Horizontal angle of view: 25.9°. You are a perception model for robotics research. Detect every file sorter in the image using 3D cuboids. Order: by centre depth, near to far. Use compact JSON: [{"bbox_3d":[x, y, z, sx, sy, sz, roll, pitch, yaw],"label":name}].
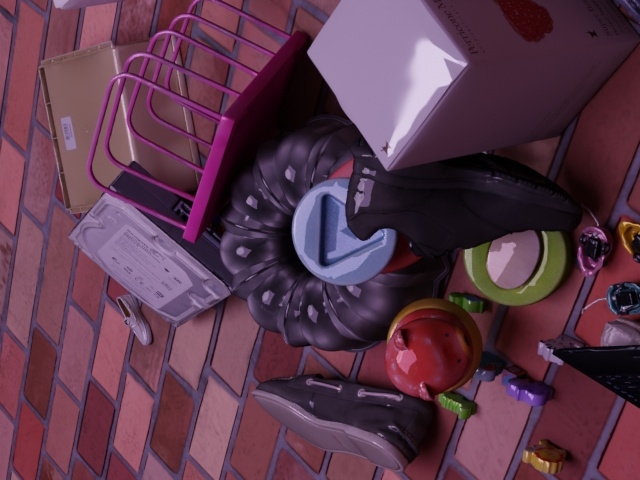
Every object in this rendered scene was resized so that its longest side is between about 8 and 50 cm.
[{"bbox_3d":[-0.171,-0.180,1.899,0.182,0.291,0.202,26,125,5],"label":"file sorter"}]

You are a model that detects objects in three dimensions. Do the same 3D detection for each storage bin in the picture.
[{"bbox_3d":[-0.330,-0.184,2.255,0.260,0.123,0.262,-4,98,50],"label":"storage bin"}]

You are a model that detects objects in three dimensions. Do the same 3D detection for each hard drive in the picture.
[{"bbox_3d":[-0.251,0.017,2.112,0.237,0.064,0.339,41,156,-8],"label":"hard drive"}]

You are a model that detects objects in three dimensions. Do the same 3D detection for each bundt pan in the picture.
[{"bbox_3d":[0.000,0.000,1.840,0.331,0.124,0.331,5,101,28],"label":"bundt pan"}]

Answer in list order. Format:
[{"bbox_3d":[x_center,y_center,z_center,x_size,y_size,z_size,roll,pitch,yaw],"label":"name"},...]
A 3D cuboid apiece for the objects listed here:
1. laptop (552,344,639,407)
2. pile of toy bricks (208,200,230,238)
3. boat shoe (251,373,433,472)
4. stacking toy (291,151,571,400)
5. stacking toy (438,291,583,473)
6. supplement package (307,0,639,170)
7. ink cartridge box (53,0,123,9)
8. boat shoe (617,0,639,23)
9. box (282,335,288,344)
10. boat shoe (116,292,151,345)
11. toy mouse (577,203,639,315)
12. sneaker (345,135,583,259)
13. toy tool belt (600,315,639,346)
[{"bbox_3d":[0.406,0.222,1.504,0.234,0.264,0.136,-9,58,49],"label":"laptop"},{"bbox_3d":[-0.063,-0.015,2.026,0.212,0.118,0.105,-2,129,33],"label":"pile of toy bricks"},{"bbox_3d":[0.033,0.245,1.998,0.335,0.095,0.112,13,146,51],"label":"boat shoe"},{"bbox_3d":[0.130,0.016,1.653,0.279,0.130,0.309,-37,86,17],"label":"stacking toy"},{"bbox_3d":[0.231,0.176,1.761,0.221,0.052,0.167,26,119,43],"label":"stacking toy"},{"bbox_3d":[0.170,-0.213,1.530,0.177,0.293,0.175,57,136,20],"label":"supplement package"},{"bbox_3d":[-0.301,-0.473,1.821,0.207,0.117,0.283,-28,79,49],"label":"ink cartridge box"},{"bbox_3d":[0.329,-0.318,1.492,0.083,0.065,0.183,-45,67,44],"label":"boat shoe"},{"bbox_3d":[-0.023,0.091,2.051,0.136,0.028,0.081,-40,70,49],"label":"box"},{"bbox_3d":[-0.325,0.138,2.408,0.035,0.035,0.100,-37,73,48],"label":"boat shoe"},{"bbox_3d":[0.344,0.033,1.604,0.161,0.031,0.143,48,133,29],"label":"toy mouse"},{"bbox_3d":[0.159,-0.037,1.594,0.109,0.286,0.130,-113,35,-70],"label":"sneaker"},{"bbox_3d":[0.367,0.120,1.600,0.083,0.051,0.052,27,105,28],"label":"toy tool belt"}]
